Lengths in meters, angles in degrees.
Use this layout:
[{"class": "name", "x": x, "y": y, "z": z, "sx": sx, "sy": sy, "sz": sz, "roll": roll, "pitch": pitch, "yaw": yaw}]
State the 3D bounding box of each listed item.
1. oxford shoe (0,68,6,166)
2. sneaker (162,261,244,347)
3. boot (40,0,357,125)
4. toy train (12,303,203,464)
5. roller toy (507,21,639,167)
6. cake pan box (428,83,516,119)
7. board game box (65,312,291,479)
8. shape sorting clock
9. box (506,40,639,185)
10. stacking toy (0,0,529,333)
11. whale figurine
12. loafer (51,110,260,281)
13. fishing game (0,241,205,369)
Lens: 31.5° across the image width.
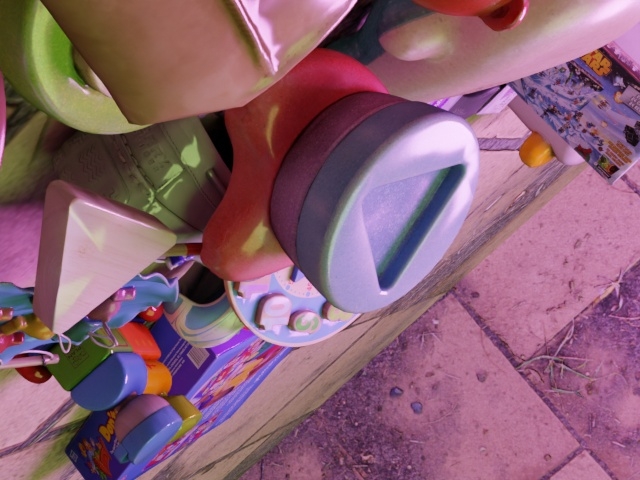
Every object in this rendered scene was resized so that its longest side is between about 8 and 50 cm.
[{"class": "oxford shoe", "x": -0.263, "y": 0.027, "z": 0.482, "sx": 0.130, "sy": 0.123, "sz": 0.348, "roll": 6, "pitch": 135, "yaw": -43}, {"class": "sneaker", "x": -0.051, "y": 0.000, "z": 1.062, "sx": 0.237, "sy": 0.085, "sz": 0.086, "roll": -45, "pitch": 137, "yaw": -16}, {"class": "boot", "x": -0.097, "y": -0.103, "z": 0.341, "sx": 0.236, "sy": 0.089, "sz": 0.269, "roll": -40, "pitch": 154, "yaw": -3}, {"class": "toy train", "x": -0.156, "y": 0.119, "z": 0.998, "sx": 0.105, "sy": 0.143, "sz": 0.248, "roll": -40, "pitch": 168, "yaw": 4}, {"class": "roller toy", "x": 0.325, "y": -0.188, "z": 1.346, "sx": 0.209, "sy": 0.146, "sz": 0.191, "roll": -34, "pitch": 166, "yaw": -25}, {"class": "cake pan box", "x": 0.184, "y": -0.214, "z": 1.013, "sx": 0.267, "sy": 0.070, "sz": 0.246, "roll": -45, "pitch": 165, "yaw": 24}, {"class": "board game box", "x": -0.135, "y": 0.148, "z": 1.332, "sx": 0.233, "sy": 0.078, "sz": 0.347, "roll": -28, "pitch": 163, "yaw": -46}, {"class": "shape sorting clock", "x": 0.000, "y": 0.000, "z": 1.022, "sx": 0.206, "sy": 0.040, "sz": 0.206, "roll": -15, "pitch": 117, "yaw": -32}, {"class": "box", "x": 0.246, "y": -0.129, "z": 1.017, "sx": 0.027, "sy": 0.137, "sz": 0.094, "roll": -36, "pitch": 170, "yaw": -46}, {"class": "stacking toy", "x": -0.006, "y": -0.065, "z": 0.576, "sx": 0.279, "sy": 0.130, "sz": 0.309, "roll": -26, "pitch": 138, "yaw": -35}, {"class": "whale figurine", "x": 0.100, "y": -0.177, "z": 0.812, "sx": 0.272, "sy": 0.141, "sz": 0.216, "roll": -18, "pitch": -179, "yaw": 40}, {"class": "loafer", "x": -0.059, "y": -0.039, "z": 0.793, "sx": 0.111, "sy": 0.112, "sz": 0.319, "roll": -32, "pitch": 170, "yaw": 15}, {"class": "fishing game", "x": -0.181, "y": 0.058, "z": 0.740, "sx": 0.189, "sy": 0.041, "sz": 0.264, "roll": -1, "pitch": 160, "yaw": -47}]
